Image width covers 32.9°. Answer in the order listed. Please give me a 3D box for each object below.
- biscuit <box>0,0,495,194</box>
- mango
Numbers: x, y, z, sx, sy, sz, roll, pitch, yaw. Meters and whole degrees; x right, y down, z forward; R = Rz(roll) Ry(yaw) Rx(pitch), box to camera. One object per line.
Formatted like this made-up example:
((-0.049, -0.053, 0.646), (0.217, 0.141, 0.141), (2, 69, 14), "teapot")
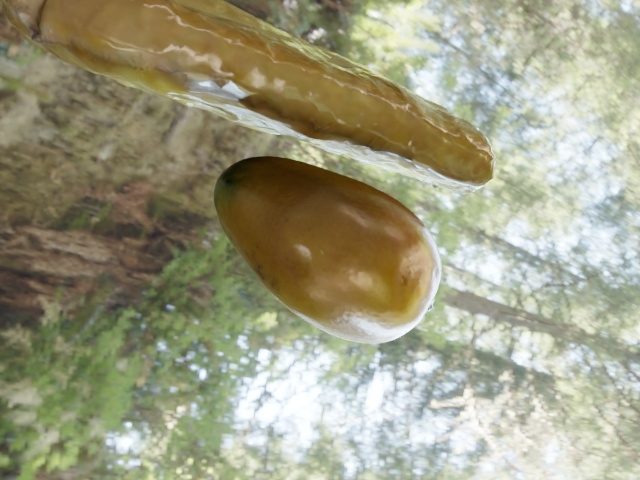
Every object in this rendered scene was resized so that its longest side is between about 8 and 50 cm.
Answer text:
((-0.096, -0.181, 1.067), (0.104, 0.446, 0.429), (-68, -161, 9), "biscuit")
((0.005, 0.003, 0.891), (0.221, 0.151, 0.120), (33, -91, 45), "mango")
